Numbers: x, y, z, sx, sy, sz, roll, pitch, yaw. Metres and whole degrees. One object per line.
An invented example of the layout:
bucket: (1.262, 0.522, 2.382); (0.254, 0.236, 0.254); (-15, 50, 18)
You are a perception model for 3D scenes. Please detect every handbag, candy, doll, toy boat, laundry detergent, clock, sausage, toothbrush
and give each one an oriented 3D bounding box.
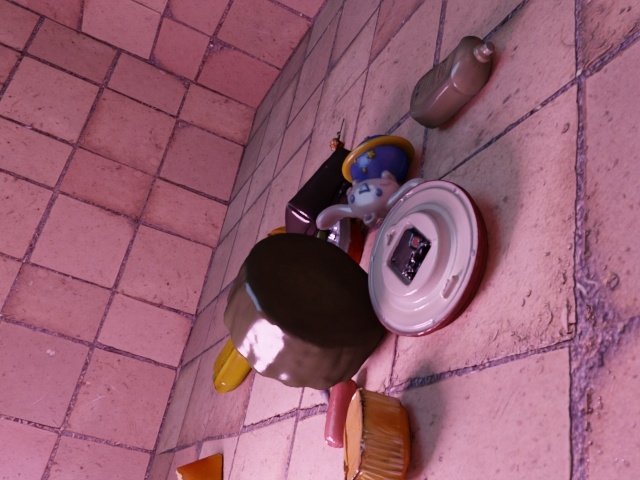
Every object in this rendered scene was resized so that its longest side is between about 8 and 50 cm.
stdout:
handbag: (0.004, -0.100, 1.743); (0.285, 0.113, 0.257); (-51, -9, -30)
candy: (0.068, -0.383, 2.229); (0.056, 0.049, 0.185); (67, -153, -43)
doll: (0.125, -0.132, 1.569); (0.311, 0.159, 0.243); (-29, 62, 21)
toy boat: (0.008, 0.088, 1.712); (0.332, 0.133, 0.145); (-67, 16, 4)
laundry detergent: (0.310, -0.377, 1.426); (0.253, 0.091, 0.181); (-38, 29, 59)
clock: (0.194, 0.032, 1.218); (0.318, 0.080, 0.319); (-32, 51, 49)
sausage: (0.046, 0.384, 1.381); (0.062, 0.062, 0.154); (-41, 33, 56)
toothbrush: (0.000, 0.373, 1.580); (0.024, 0.029, 0.354); (-52, 20, 8)

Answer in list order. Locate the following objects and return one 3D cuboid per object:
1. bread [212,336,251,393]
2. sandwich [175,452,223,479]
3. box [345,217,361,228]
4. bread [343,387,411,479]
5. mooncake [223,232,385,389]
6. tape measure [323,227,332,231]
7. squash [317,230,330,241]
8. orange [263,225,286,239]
bread: (-0.272, 0.391, 2.222); (0.384, 0.112, 0.166); (-58, 23, 28)
sandwich: (-0.414, 0.795, 2.099); (0.193, 0.162, 0.058); (-101, 33, -61)
box: (0.081, -0.045, 1.831); (0.156, 0.022, 0.089); (-29, 44, 63)
bread: (0.104, 0.374, 1.149); (0.190, 0.114, 0.132); (-79, 9, -54)
mooncake: (-0.033, 0.160, 1.395); (0.356, 0.356, 0.194); (-91, 24, -50)
tape measure: (0.021, -0.072, 1.937); (0.054, 0.091, 0.094); (-40, 15, 45)
squash: (0.000, 0.000, 1.945); (0.066, 0.066, 0.229); (-54, 22, 38)
orange: (-0.110, 0.056, 2.020); (0.219, 0.193, 0.219); (-59, 3, 5)
